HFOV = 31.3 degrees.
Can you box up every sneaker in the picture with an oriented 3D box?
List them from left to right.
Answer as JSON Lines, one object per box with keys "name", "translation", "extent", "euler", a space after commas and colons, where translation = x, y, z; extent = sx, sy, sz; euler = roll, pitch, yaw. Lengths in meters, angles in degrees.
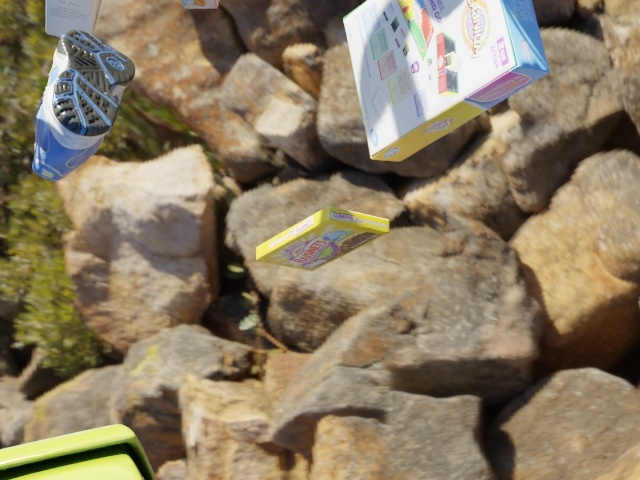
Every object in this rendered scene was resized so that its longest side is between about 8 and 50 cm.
{"name": "sneaker", "translation": [-0.230, -0.132, 1.071], "extent": [0.080, 0.211, 0.081], "euler": [30, 117, -14]}

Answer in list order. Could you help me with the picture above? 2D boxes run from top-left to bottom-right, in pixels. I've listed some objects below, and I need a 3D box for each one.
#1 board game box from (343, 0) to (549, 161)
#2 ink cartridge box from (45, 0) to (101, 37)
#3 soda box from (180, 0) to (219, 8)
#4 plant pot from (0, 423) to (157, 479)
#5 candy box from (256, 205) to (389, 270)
{"name": "board game box", "translation": [0.170, -0.284, 1.646], "extent": [0.316, 0.064, 0.242], "euler": [-29, 66, 48]}
{"name": "ink cartridge box", "translation": [-0.404, -0.589, 1.995], "extent": [0.091, 0.385, 0.308], "euler": [12, 54, -8]}
{"name": "soda box", "translation": [-0.200, -0.421, 1.700], "extent": [0.058, 0.183, 0.063], "euler": [4, 68, 14]}
{"name": "plant pot", "translation": [-0.292, 0.362, 1.393], "extent": [0.227, 0.228, 0.207], "euler": [-13, 54, -4]}
{"name": "candy box", "translation": [0.000, 0.000, 1.678], "extent": [0.206, 0.105, 0.027], "euler": [-29, 54, 53]}
